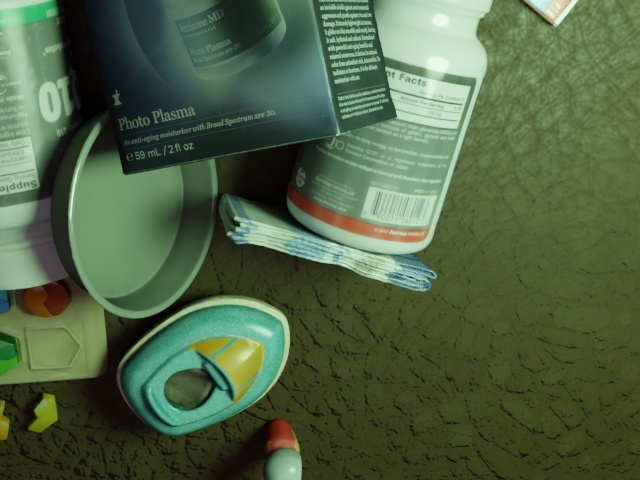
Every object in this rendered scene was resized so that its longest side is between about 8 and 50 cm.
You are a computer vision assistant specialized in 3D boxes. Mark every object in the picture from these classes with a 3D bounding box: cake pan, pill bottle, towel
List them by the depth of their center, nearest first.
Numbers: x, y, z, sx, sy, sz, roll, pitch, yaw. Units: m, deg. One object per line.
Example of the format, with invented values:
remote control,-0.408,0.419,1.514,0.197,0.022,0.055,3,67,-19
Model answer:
pill bottle,-0.398,-0.135,1.167,0.204,0.204,0.361,-7,112,-6
cake pan,-0.239,-0.047,1.209,0.054,0.293,0.293,8,115,29
pill bottle,0.095,-0.183,1.216,0.210,0.210,0.363,12,109,-12
towel,0.000,0.000,1.274,0.285,0.209,0.034,15,100,-15

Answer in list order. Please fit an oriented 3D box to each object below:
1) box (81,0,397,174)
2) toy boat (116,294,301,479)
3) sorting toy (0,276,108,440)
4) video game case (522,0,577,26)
box,-0.102,-0.249,1.074,0.296,0.183,0.294,-8,99,27
toy boat,-0.127,0.234,1.380,0.267,0.148,0.318,-35,111,6
sorting toy,-0.426,0.161,1.350,0.229,0.041,0.307,-5,117,-12
video game case,0.275,-0.451,1.237,0.285,0.025,0.204,34,103,-18
